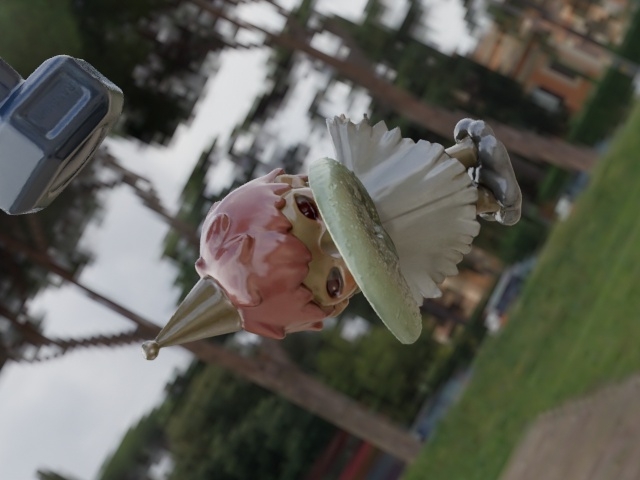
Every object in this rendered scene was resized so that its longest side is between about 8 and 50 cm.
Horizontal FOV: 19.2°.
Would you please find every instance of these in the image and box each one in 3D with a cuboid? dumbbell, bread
[{"bbox_3d":[-0.331,-0.165,1.644,0.143,0.316,0.156,-51,0,4],"label":"dumbbell"},{"bbox_3d":[0.033,-0.011,1.634,0.036,0.193,0.112,-31,-39,10],"label":"bread"}]

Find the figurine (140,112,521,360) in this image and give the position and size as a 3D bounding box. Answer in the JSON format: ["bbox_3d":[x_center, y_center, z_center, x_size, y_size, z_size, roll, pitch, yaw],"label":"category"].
[{"bbox_3d":[0.000,0.000,1.778,0.387,0.207,0.166,-22,10,-17],"label":"figurine"}]
